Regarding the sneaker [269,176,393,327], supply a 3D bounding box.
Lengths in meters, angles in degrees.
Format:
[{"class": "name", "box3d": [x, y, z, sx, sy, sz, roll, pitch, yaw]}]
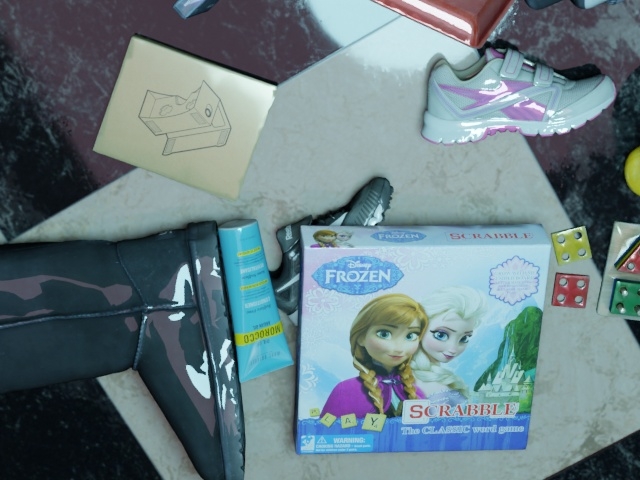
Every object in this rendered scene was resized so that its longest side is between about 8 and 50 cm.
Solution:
[{"class": "sneaker", "box3d": [0.000, 0.000, 1.962, 0.106, 0.078, 0.234, 34, 105, -11]}]

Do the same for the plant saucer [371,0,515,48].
[{"class": "plant saucer", "box3d": [0.118, -0.350, 1.798, 0.259, 0.258, 0.047, 24, 71, -3]}]

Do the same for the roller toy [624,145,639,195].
[{"class": "roller toy", "box3d": [0.506, -0.118, 1.893, 0.191, 0.146, 0.209, 26, 110, 3]}]

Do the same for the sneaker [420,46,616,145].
[{"class": "sneaker", "box3d": [0.249, -0.192, 1.896, 0.252, 0.103, 0.111, -7, 107, 2]}]

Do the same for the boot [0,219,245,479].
[{"class": "boot", "box3d": [-0.334, 0.176, 1.973, 0.445, 0.146, 0.367, -8, 96, -1]}]

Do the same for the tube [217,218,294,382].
[{"class": "tube", "box3d": [-0.089, 0.076, 1.943, 0.080, 0.052, 0.207, -16, 105, -20]}]

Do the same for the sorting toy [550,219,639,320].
[{"class": "sorting toy", "box3d": [0.439, 0.048, 1.990, 0.275, 0.046, 0.132, 8, 105, -2]}]

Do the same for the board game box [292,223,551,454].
[{"class": "board game box", "box3d": [0.127, 0.132, 1.957, 0.319, 0.066, 0.318, -1, 117, -6]}]

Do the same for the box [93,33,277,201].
[{"class": "box", "box3d": [-0.177, -0.160, 1.949, 0.201, 0.021, 0.164, 20, 104, -4]}]

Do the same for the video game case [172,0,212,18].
[{"class": "video game case", "box3d": [-0.061, -0.374, 1.799, 0.274, 0.196, 0.026, -42, 96, 11]}]

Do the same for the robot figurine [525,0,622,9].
[{"class": "robot figurine", "box3d": [0.357, -0.390, 1.809, 0.278, 0.209, 0.173, -25, 87, 7]}]
